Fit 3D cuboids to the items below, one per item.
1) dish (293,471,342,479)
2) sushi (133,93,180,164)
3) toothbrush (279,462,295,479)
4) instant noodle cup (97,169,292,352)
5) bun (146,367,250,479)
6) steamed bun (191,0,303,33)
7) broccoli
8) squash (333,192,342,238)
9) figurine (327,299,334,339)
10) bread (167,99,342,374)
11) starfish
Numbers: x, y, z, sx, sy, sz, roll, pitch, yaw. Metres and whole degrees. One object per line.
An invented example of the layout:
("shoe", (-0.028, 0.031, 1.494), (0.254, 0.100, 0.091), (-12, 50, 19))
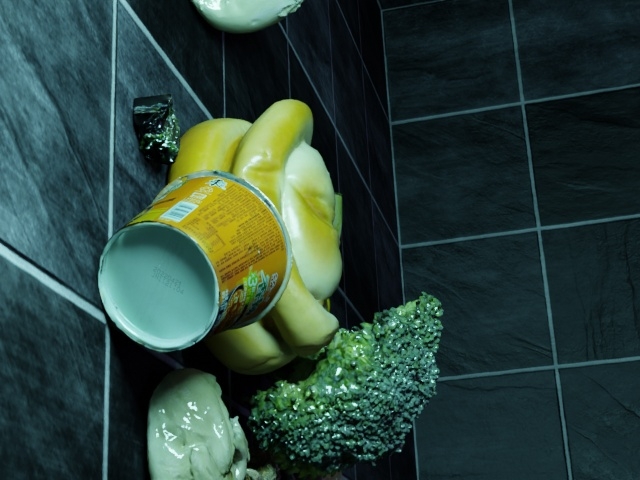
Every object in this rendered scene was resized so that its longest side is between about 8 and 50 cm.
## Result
("dish", (-0.018, 0.481, 2.205), (0.213, 0.090, 0.213), (-5, 90, -79))
("sushi", (-0.239, -0.156, 1.670), (0.083, 0.056, 0.084), (76, 11, -61))
("toothbrush", (-0.012, 0.484, 1.971), (0.418, 0.040, 0.042), (-124, -159, -60))
("instant noodle cup", (-0.173, 0.036, 1.495), (0.182, 0.230, 0.230), (-39, 120, -66))
("bun", (-0.163, 0.294, 1.583), (0.210, 0.116, 0.237), (51, 34, -69))
("steamed bun", (-0.122, -0.557, 2.031), (0.312, 0.233, 0.333), (-82, 161, -50))
("broccoli", (-0.010, 0.249, 1.904), (0.353, 0.397, 0.274), (-15, 99, -56))
("squash", (0.000, 0.000, 2.644), (0.094, 0.094, 0.224), (39, 53, -73))
("figurine", (-0.027, 0.162, 2.307), (0.185, 0.127, 0.234), (-59, 130, -78))
("bread", (-0.087, -0.002, 1.811), (0.329, 0.245, 0.424), (54, 27, -66))
("starfish", (-0.089, 0.444, 1.853), (0.293, 0.084, 0.301), (-97, 175, -76))
